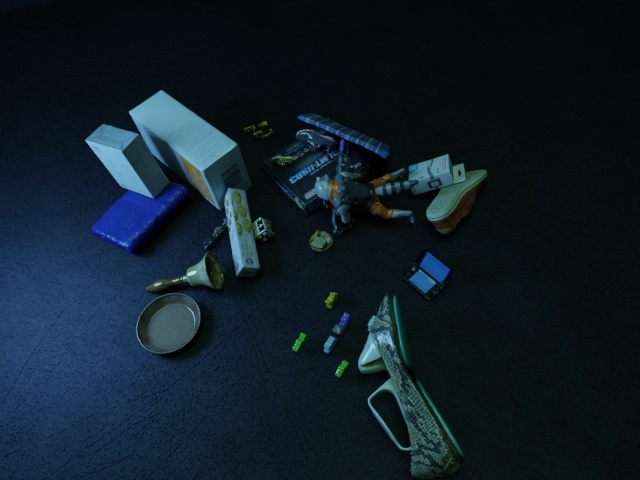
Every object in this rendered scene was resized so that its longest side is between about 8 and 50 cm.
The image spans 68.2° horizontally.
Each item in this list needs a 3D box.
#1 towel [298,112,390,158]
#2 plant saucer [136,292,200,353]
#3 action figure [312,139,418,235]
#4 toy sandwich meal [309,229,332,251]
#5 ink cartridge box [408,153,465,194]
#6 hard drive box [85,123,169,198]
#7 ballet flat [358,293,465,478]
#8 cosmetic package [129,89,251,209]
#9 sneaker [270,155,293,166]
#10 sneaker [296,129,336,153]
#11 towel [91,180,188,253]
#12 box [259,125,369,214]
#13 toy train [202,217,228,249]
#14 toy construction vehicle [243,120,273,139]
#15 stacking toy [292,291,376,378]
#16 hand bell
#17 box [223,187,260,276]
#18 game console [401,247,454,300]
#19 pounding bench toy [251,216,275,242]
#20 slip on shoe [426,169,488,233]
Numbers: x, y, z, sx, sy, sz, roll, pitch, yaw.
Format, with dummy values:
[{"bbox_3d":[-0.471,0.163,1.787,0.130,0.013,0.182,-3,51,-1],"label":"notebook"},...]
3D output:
[{"bbox_3d":[0.096,-0.372,1.683,0.336,0.040,0.243,24,18,2],"label":"towel"},{"bbox_3d":[-0.462,0.258,1.454,0.199,0.036,0.198,-3,57,4],"label":"plant saucer"},{"bbox_3d":[0.138,-0.197,1.572,0.330,0.178,0.341,-2,79,-10],"label":"action figure"},{"bbox_3d":[0.000,0.000,1.580,0.086,0.029,0.085,-3,56,4],"label":"toy sandwich meal"},{"bbox_3d":[0.398,-0.231,1.625,0.180,0.060,0.104,-15,39,24],"label":"ink cartridge box"},{"bbox_3d":[-0.661,-0.270,1.632,0.181,0.232,0.089,19,60,24],"label":"hard drive box"},{"bbox_3d":[0.200,0.374,1.247,0.182,0.164,0.482,-25,58,8],"label":"ballet flat"},{"bbox_3d":[-0.476,-0.336,1.736,0.453,0.230,0.161,37,68,27],"label":"cosmetic package"},{"bbox_3d":[-0.139,-0.283,1.702,0.083,0.031,0.035,-6,57,4],"label":"sneaker"},{"bbox_3d":[-0.023,-0.356,1.720,0.158,0.061,0.065,17,66,18],"label":"sneaker"},{"bbox_3d":[-0.641,-0.100,1.696,0.228,0.076,0.308,22,61,27],"label":"towel"},{"bbox_3d":[-0.022,-0.272,1.742,0.295,0.073,0.293,-34,58,-15],"label":"box"},{"bbox_3d":[-0.352,-0.029,1.641,0.036,0.027,0.158,23,62,32],"label":"toy train"},{"bbox_3d":[-0.250,-0.439,1.903,0.098,0.035,0.086,-24,46,-13],"label":"toy construction vehicle"},{"bbox_3d":[0.048,0.273,1.384,0.167,0.052,0.221,27,65,24],"label":"stacking toy"},{"bbox_3d":[-0.448,0.128,1.514,0.242,0.126,0.126,-16,55,9],"label":"hand bell"},{"bbox_3d":[-0.267,-0.032,1.585,0.067,0.063,0.324,5,54,-30],"label":"box"},{"bbox_3d":[0.327,0.103,1.452,0.107,0.071,0.122,-38,60,-18],"label":"game console"},{"bbox_3d":[-0.206,-0.025,1.604,0.083,0.052,0.065,-36,55,21],"label":"pounding bench toy"},{"bbox_3d":[0.467,-0.139,1.589,0.123,0.101,0.331,-2,34,48],"label":"slip on shoe"}]
